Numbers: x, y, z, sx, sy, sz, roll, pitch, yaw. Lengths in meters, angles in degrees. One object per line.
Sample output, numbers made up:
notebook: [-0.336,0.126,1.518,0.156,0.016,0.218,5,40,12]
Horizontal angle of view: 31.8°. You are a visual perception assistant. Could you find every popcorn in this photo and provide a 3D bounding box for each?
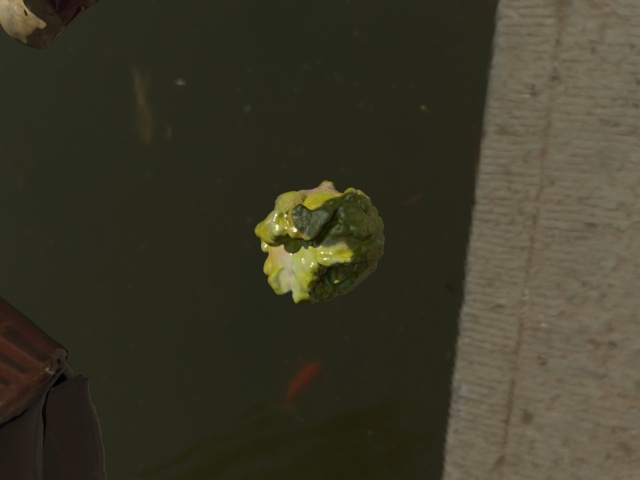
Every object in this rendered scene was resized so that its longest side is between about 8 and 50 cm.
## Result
popcorn: [0.000,0.000,1.212,0.126,0.126,0.145,58,146,0]

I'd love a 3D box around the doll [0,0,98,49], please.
doll: [-0.225,-0.270,0.754,0.196,0.152,0.256,21,150,31]

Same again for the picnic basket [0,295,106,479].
picnic basket: [-0.216,0.144,0.476,0.129,0.297,0.222,21,129,27]
